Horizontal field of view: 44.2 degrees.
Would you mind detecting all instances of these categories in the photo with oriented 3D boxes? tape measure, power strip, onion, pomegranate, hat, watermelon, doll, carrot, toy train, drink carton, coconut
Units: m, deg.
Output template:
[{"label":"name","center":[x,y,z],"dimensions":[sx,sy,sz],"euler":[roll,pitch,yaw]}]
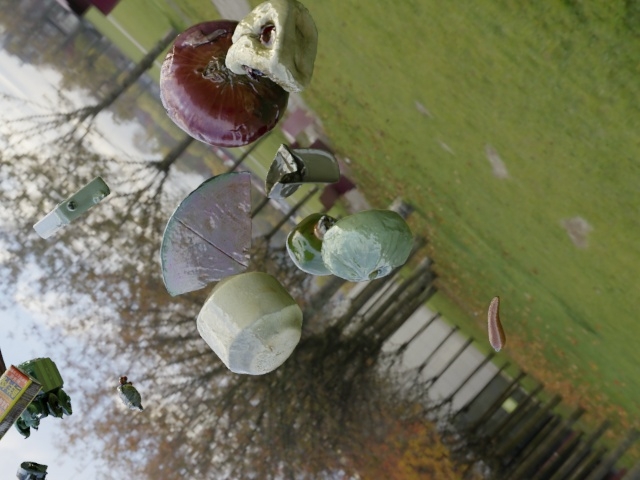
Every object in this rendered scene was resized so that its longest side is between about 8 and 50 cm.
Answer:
[{"label":"tape measure","center":[-0.917,0.740,2.510],"dimensions":[0.094,0.054,0.091],"euler":[18,-176,-22]},{"label":"power strip","center":[-0.517,-0.065,1.633],"dimensions":[0.046,0.118,0.270],"euler":[55,152,-12]},{"label":"onion","center":[-0.256,-0.398,2.083],"dimensions":[0.347,0.347,0.285],"euler":[43,156,-3]},{"label":"pomegranate","center":[0.000,0.000,2.150],"dimensions":[0.180,0.180,0.210],"euler":[43,155,11]},{"label":"hat","center":[-0.049,-0.165,2.129],"dimensions":[0.173,0.144,0.166],"euler":[21,-135,-14]},{"label":"watermelon","center":[-0.329,-0.035,2.305],"dimensions":[0.222,0.292,0.319],"euler":[-130,31,-77]},{"label":"doll","center":[-0.617,0.497,2.551],"dimensions":[0.194,0.062,0.104],"euler":[-146,37,-66]},{"label":"carrot","center":[0.364,0.175,1.636],"dimensions":[0.035,0.035,0.142],"euler":[42,150,56]},{"label":"toy train","center":[-0.958,0.521,2.655],"dimensions":[0.299,0.167,0.238],"euler":[129,116,-84]},{"label":"drink carton","center":[-0.664,0.348,1.645],"dimensions":[0.071,0.166,0.056],"euler":[30,166,25]},{"label":"coconut","center":[-0.181,0.190,1.958],"dimensions":[0.266,0.237,0.237],"euler":[42,179,33]}]

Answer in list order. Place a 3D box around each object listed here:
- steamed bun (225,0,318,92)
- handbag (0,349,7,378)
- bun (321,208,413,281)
[{"label":"steamed bun","center":[-0.101,-0.365,1.493],"dimensions":[0.155,0.172,0.141],"euler":[-1,162,24]},{"label":"handbag","center":[-0.975,0.385,2.261],"dimensions":[0.146,0.135,0.225],"euler":[-10,101,42]},{"label":"bun","center":[0.095,0.021,1.620],"dimensions":[0.195,0.195,0.118],"euler":[43,-151,-66]}]
